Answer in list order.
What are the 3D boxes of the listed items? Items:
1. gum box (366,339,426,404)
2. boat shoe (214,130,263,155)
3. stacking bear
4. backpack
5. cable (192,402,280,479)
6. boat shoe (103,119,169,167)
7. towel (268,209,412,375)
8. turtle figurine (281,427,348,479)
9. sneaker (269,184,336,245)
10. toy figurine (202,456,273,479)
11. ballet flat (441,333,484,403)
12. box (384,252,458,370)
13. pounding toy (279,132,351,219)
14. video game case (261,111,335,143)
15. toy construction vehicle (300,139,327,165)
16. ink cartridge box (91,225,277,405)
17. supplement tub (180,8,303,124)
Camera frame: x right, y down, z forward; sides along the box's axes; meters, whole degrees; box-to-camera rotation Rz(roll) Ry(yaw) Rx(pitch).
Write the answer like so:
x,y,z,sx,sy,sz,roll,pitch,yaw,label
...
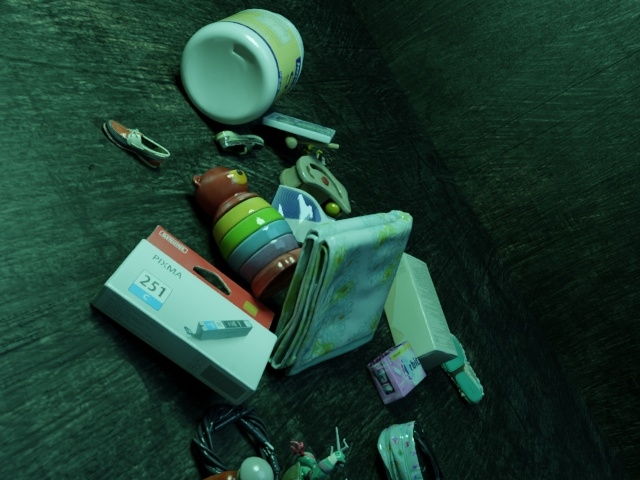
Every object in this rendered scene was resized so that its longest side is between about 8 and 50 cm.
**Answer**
x,y,z,sx,sy,sz,roll,pitch,yaw,label
0.197,0.341,1.612,0.188,0.062,0.107,-13,74,-62,gum box
-0.198,-0.235,1.545,0.152,0.056,0.049,-2,69,-49,boat shoe
-0.154,-0.033,1.301,0.289,0.164,0.175,53,33,11,stacking bear
0.204,0.502,1.398,0.152,0.115,0.182,-47,119,-77,backpack
-0.141,0.346,1.059,0.184,0.047,0.150,31,38,-42,cable
-0.364,-0.197,1.232,0.137,0.043,0.049,38,36,-33,boat shoe
0.055,0.105,1.327,0.090,0.320,0.374,31,24,27,towel
-0.018,0.454,1.092,0.234,0.118,0.175,-76,170,-52,turtle figurine
0.001,0.000,1.563,0.315,0.182,0.127,27,68,-3,sneaker
-0.117,0.447,0.886,0.213,0.148,0.209,59,27,-2,toy figurine
0.428,0.400,1.946,0.077,0.091,0.241,117,-52,-86,ballet flat
0.273,0.209,1.810,0.148,0.121,0.311,26,42,-47,box
-0.004,-0.175,1.692,0.269,0.155,0.154,45,27,-21,pounding toy
-0.057,-0.316,1.733,0.190,0.022,0.173,17,18,1,video game case
-0.025,-0.254,1.878,0.086,0.035,0.098,27,38,-30,toy construction vehicle
-0.209,0.107,1.099,0.296,0.066,0.261,38,32,-11,ink cartridge box
-0.183,-0.451,1.575,0.241,0.241,0.331,52,28,-14,supplement tub
